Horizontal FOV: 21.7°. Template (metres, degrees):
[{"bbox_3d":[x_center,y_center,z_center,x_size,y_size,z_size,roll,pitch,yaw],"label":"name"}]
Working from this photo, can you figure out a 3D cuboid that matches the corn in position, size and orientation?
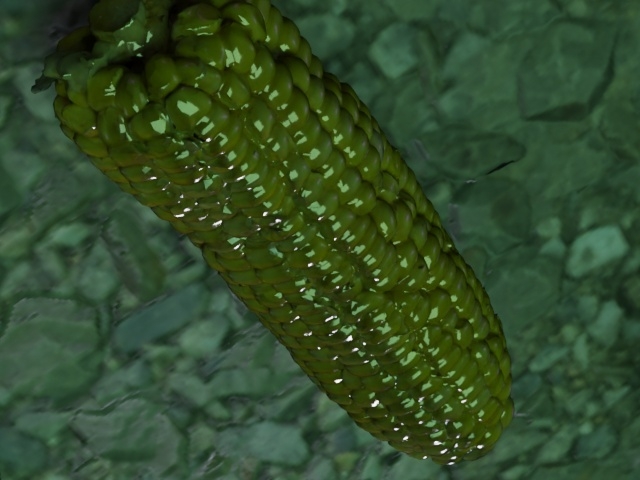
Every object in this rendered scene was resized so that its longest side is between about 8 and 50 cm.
[{"bbox_3d":[0.000,0.000,0.696,0.101,0.101,0.291,-38,126,3],"label":"corn"}]
